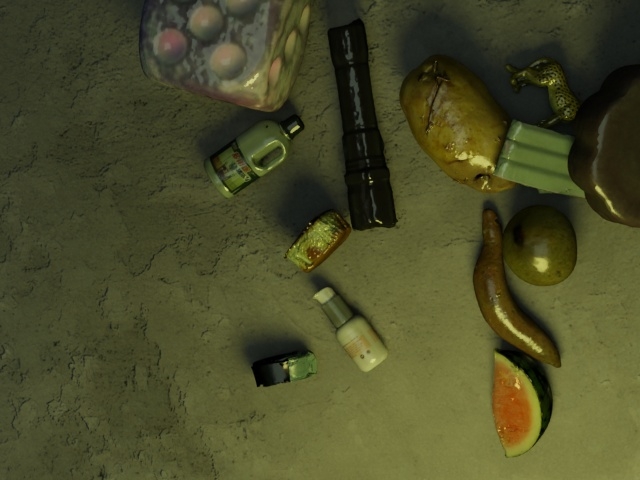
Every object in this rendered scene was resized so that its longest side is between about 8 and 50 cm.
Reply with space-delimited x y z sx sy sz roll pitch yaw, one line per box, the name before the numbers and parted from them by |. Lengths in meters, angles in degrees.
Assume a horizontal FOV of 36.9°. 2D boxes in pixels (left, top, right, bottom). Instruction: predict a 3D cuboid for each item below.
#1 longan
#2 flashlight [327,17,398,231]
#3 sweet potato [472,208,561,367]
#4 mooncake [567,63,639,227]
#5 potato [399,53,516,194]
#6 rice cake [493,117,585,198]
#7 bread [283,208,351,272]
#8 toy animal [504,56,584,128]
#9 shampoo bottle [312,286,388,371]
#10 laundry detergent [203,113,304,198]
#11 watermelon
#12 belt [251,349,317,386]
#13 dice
longan | 0.431 0.012 1.846 0.176 0.145 0.155 18 86 -31
flashlight | 0.082 -0.231 1.935 0.103 0.103 0.424 -7 91 14
sweet potato | 0.363 0.110 1.907 0.108 0.079 0.346 -22 88 -16
mooncake | 0.595 -0.171 1.750 0.305 0.154 0.306 -2 100 -10
potato | 0.276 -0.217 1.861 0.173 0.140 0.300 -39 91 1
rice cake | 0.441 -0.149 1.818 0.237 0.043 0.127 13 97 -23
bread | 0.000 0.000 1.953 0.069 0.128 0.140 43 114 6
toy animal | 0.451 -0.290 1.857 0.136 0.073 0.181 -26 80 10
shampoo bottle | 0.061 0.179 1.984 0.074 0.074 0.192 -38 83 14
laundry detergent | -0.131 -0.187 2.001 0.225 0.070 0.099 -33 78 13
watermelon | 0.399 0.325 1.913 0.119 0.063 0.245 1 112 29
belt | -0.076 0.266 2.008 0.139 0.105 0.058 -11 92 4
dice | -0.183 -0.413 1.889 0.270 0.270 0.271 17 98 11
